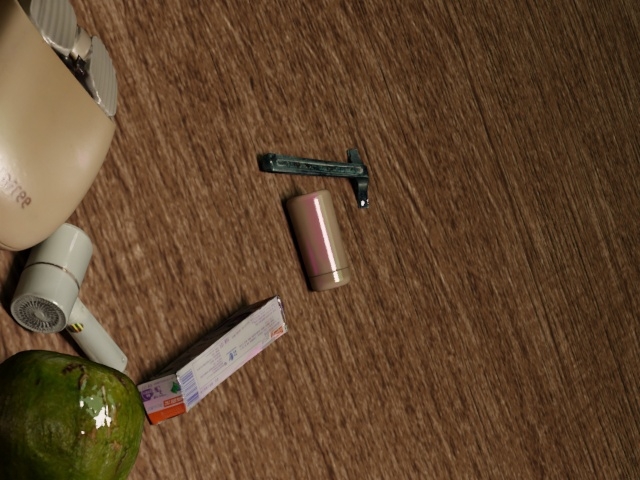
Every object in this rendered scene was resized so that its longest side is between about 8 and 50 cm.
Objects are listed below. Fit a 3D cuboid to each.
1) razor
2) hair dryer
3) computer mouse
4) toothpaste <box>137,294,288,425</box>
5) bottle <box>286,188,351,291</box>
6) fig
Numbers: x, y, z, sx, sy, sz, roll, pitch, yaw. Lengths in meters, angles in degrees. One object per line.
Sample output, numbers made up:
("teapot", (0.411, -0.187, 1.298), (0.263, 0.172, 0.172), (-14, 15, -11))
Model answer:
("razor", (0.001, -0.073, 1.916), (0.190, 0.033, 0.066), (5, 71, -57))
("hair dryer", (-0.191, 0.059, 1.530), (0.137, 0.047, 0.082), (57, 33, -36))
("computer mouse", (-0.229, -0.100, 1.505), (0.145, 0.082, 0.236), (53, 37, -30))
("toothpaste", (-0.089, 0.101, 1.669), (0.196, 0.047, 0.040), (-37, 105, -58))
("bottle", (0.000, 0.000, 1.867), (0.045, 0.045, 0.096), (-19, 93, -60))
("fig", (-0.197, 0.159, 1.407), (0.123, 0.123, 0.156), (15, 92, -56))
